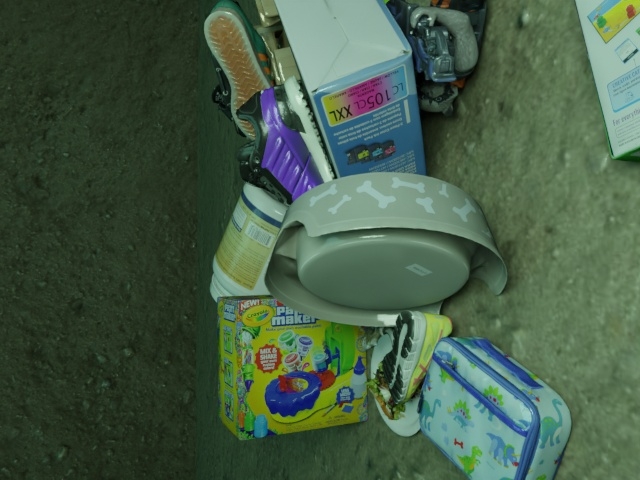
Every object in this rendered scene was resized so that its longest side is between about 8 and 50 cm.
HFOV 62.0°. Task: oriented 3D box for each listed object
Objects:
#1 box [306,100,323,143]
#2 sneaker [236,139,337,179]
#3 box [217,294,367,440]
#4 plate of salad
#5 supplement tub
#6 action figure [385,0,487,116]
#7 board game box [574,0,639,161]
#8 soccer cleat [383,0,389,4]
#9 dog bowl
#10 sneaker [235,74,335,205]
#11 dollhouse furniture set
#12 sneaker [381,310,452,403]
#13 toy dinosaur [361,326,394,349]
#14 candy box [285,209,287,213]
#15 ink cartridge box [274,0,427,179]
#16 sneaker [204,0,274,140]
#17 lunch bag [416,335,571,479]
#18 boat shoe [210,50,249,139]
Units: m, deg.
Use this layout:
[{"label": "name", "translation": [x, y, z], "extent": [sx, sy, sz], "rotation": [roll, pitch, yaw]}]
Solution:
[{"label": "box", "translation": [-0.059, -0.246, 1.313], "extent": [0.203, 0.167, 0.168], "rotation": [-169, 80, -65]}, {"label": "sneaker", "translation": [-0.038, -0.155, 1.133], "extent": [0.109, 0.287, 0.130], "rotation": [-75, -10, -80]}, {"label": "box", "translation": [-0.066, 0.258, 1.176], "extent": [0.177, 0.290, 0.279], "rotation": [173, 96, -65]}, {"label": "plate of salad", "translation": [0.139, 0.272, 1.020], "extent": [0.200, 0.048, 0.199], "rotation": [-179, 90, -66]}, {"label": "supplement tub", "translation": [-0.130, 0.020, 1.319], "extent": [0.316, 0.228, 0.228], "rotation": [-63, 34, 23]}, {"label": "action figure", "translation": [0.203, -0.324, 0.751], "extent": [0.341, 0.179, 0.330], "rotation": [-96, 15, -51]}, {"label": "board game box", "translation": [0.366, -0.266, 0.505], "extent": [0.242, 0.064, 0.316], "rotation": [149, 118, -62]}, {"label": "soccer cleat", "translation": [0.086, -0.474, 1.110], "extent": [0.179, 0.072, 0.060], "rotation": [175, 95, -65]}, {"label": "dog bowl", "translation": [0.093, 0.024, 0.797], "extent": [0.349, 0.349, 0.102], "rotation": [131, 146, -55]}, {"label": "sneaker", "translation": [-0.055, -0.109, 0.892], "extent": [0.102, 0.146, 0.293], "rotation": [-95, -15, -77]}, {"label": "dollhouse furniture set", "translation": [-0.035, -0.536, 1.224], "extent": [0.362, 0.257, 0.394], "rotation": [-155, 50, -78]}, {"label": "sneaker", "translation": [0.165, 0.199, 0.886], "extent": [0.081, 0.094, 0.208], "rotation": [-112, 24, -45]}, {"label": "toy dinosaur", "translation": [0.107, 0.062, 1.050], "extent": [0.160, 0.121, 0.313], "rotation": [-21, 65, 51]}, {"label": "candy box", "translation": [0.000, 0.000, 1.123], "extent": [0.071, 0.233, 0.159], "rotation": [15, 107, 23]}, {"label": "ink cartridge box", "translation": [0.064, -0.210, 0.898], "extent": [0.395, 0.151, 0.270], "rotation": [68, -176, -56]}, {"label": "sneaker", "translation": [-0.146, -0.354, 1.120], "extent": [0.121, 0.108, 0.302], "rotation": [-82, -18, -46]}, {"label": "lunch bag", "translation": [0.236, 0.245, 0.762], "extent": [0.219, 0.090, 0.176], "rotation": [41, 124, 58]}, {"label": "boat shoe", "translation": [-0.222, -0.375, 1.348], "extent": [0.340, 0.113, 0.127], "rotation": [105, 169, -72]}]
